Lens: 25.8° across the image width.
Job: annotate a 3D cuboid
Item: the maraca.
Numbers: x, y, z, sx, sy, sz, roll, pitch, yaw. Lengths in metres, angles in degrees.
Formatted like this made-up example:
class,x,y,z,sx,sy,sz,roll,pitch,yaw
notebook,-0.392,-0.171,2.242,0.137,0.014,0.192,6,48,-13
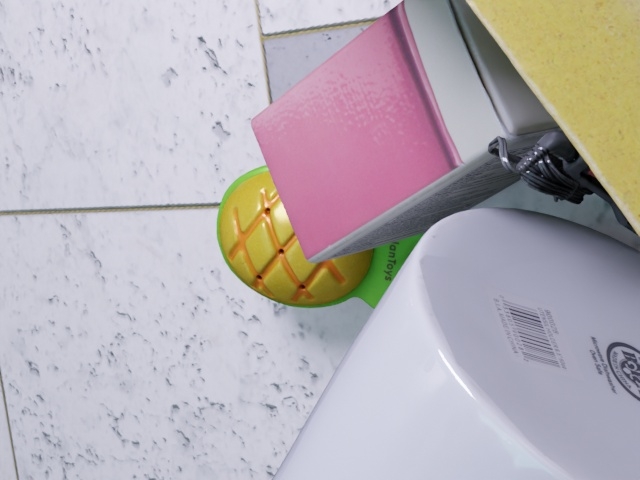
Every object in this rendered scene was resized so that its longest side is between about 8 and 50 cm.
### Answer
class,x,y,z,sx,sy,sz,roll,pitch,yaw
maraca,0.000,0.000,1.180,0.185,0.099,0.127,11,113,13

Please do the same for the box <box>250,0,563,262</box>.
class,x,y,z,sx,sy,sz,roll,pitch,yaw
box,0.084,-0.091,1.027,0.232,0.148,0.127,-32,77,46

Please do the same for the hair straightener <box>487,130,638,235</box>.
class,x,y,z,sx,sy,sz,roll,pitch,yaw
hair straightener,0.180,-0.028,0.915,0.089,0.230,0.047,-7,75,44

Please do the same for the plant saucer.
class,x,y,z,sx,sy,sz,roll,pitch,yaw
plant saucer,0.225,-0.075,0.807,0.081,0.333,0.333,-41,72,23

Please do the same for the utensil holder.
class,x,y,z,sx,sy,sz,roll,pitch,yaw
utensil holder,0.118,0.218,0.974,0.327,0.327,0.385,45,124,25
